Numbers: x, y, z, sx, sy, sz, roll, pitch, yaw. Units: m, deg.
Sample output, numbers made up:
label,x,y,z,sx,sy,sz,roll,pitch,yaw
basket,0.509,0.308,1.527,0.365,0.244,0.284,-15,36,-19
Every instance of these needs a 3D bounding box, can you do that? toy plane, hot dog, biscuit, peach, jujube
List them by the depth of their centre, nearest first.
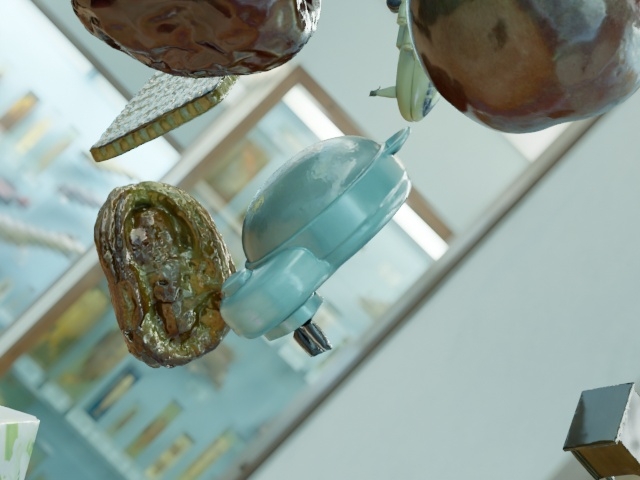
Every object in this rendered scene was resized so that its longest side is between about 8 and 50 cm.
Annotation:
label,x,y,z,sx,sy,sz,roll,pitch,yaw
peach,0.203,-0.229,1.650,0.252,0.252,0.252,44,-8,8
jujube,-0.124,-0.251,1.661,0.243,0.183,0.183,1,-25,17
biscuit,-0.149,-0.166,1.871,0.029,0.172,0.254,60,23,-16
toy plane,0.138,-0.270,2.223,0.104,0.256,0.242,10,-19,32
hot dog,-0.204,0.047,2.256,0.114,0.175,0.259,34,-34,63

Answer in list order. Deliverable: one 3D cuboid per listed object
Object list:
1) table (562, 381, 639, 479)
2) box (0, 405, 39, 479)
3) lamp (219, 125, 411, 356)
label,x,y,z,sx,sy,sz,roll,pitch,yaw
table,0.327,0.217,1.867,0.070,0.083,0.082,-16,-54,42
box,-0.317,0.206,1.193,0.111,0.194,0.260,15,1,16
lamp,-0.009,-0.008,1.875,0.147,0.284,0.209,29,-22,-14
